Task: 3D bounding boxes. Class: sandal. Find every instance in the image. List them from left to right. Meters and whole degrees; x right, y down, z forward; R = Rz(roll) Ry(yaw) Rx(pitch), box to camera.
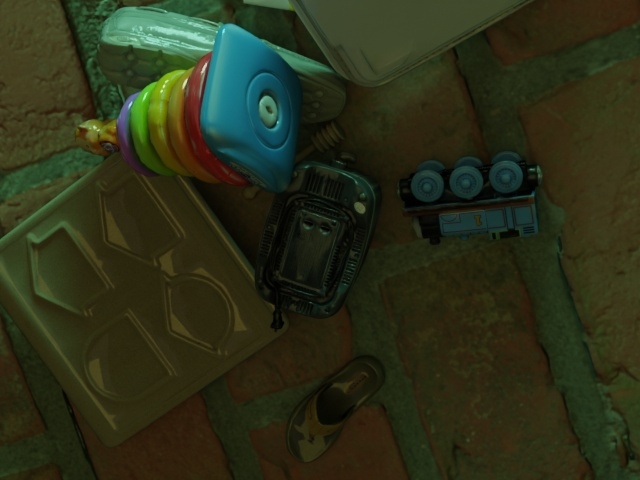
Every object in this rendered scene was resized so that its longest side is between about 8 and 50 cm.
[{"bbox_3d":[0.015,0.227,1.695,0.072,0.049,0.180,43,106,1],"label":"sandal"}]

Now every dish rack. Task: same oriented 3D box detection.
[{"bbox_3d":[0.120,-0.333,1.472,0.333,0.072,0.285,-28,129,12],"label":"dish rack"}]

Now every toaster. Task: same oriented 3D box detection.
[{"bbox_3d":[0.000,0.000,1.603,0.129,0.146,0.227,18,103,8],"label":"toaster"}]

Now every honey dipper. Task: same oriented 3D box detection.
[{"bbox_3d":[-0.039,-0.101,1.652,0.161,0.030,0.030,-34,93,17],"label":"honey dipper"}]

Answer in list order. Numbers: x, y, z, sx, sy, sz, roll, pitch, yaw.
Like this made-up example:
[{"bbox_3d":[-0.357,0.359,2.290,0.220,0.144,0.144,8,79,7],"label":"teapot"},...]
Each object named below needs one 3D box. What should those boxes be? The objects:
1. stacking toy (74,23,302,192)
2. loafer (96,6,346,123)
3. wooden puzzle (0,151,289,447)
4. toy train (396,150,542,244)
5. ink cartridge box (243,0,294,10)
[{"bbox_3d":[-0.184,-0.137,1.531,0.302,0.175,0.165,-5,65,32],"label":"stacking toy"},{"bbox_3d":[-0.120,-0.230,1.603,0.319,0.111,0.112,15,137,-8],"label":"loafer"},{"bbox_3d":[-0.252,0.067,1.707,0.348,0.080,0.322,-35,92,20],"label":"wooden puzzle"},{"bbox_3d":[0.190,-0.050,1.593,0.184,0.080,0.105,-6,105,12],"label":"toy train"},{"bbox_3d":[-0.028,-0.345,1.582,0.198,0.067,0.115,9,103,9],"label":"ink cartridge box"}]
